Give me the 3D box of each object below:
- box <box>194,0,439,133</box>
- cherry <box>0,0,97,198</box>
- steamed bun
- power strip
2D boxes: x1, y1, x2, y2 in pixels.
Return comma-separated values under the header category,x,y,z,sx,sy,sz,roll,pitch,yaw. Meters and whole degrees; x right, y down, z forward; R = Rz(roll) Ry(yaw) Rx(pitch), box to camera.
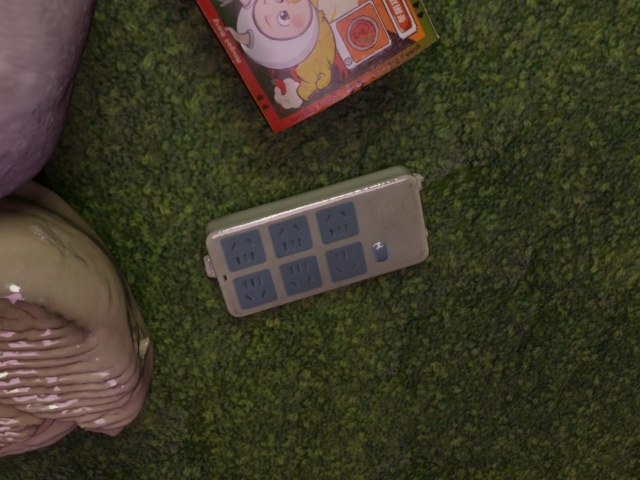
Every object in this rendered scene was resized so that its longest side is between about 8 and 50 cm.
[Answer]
category,x,y,z,sx,sy,sz,roll,pitch,yaw
box,-0.023,-0.236,0.716,0.177,0.148,0.195,-29,117,3
cherry,-0.314,-0.167,0.540,0.334,0.291,0.326,-15,139,-17
steamed bun,-0.321,0.063,0.762,0.309,0.219,0.324,-16,143,11
power strip,0.000,0.000,0.890,0.270,0.046,0.118,-17,117,-5
